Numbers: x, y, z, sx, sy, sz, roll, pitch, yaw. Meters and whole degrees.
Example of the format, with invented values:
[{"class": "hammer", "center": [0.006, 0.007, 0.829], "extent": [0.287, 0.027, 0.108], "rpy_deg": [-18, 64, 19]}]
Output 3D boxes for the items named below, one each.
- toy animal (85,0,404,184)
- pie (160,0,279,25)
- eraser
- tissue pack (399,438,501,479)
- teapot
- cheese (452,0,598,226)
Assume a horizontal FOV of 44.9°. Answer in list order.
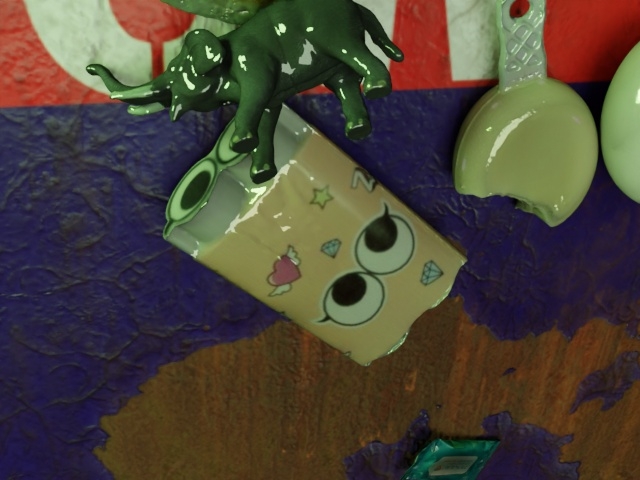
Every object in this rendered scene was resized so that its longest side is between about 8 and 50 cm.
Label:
[{"class": "toy animal", "center": [-0.063, -0.125, 0.647], "extent": [0.269, 0.137, 0.082], "rpy_deg": [-14, 160, 6]}, {"class": "pie", "center": [-0.059, -0.280, 0.623], "extent": [0.240, 0.054, 0.241], "rpy_deg": [-10, 122, -15]}, {"class": "eraser", "center": [0.000, 0.000, 0.793], "extent": [0.290, 0.087, 0.171], "rpy_deg": [37, 98, -32]}, {"class": "tissue pack", "center": [0.181, 0.304, 1.079], "extent": [0.138, 0.028, 0.085], "rpy_deg": [13, 119, -30]}, {"class": "teapot", "center": [0.394, -0.144, 0.791], "extent": [0.208, 0.166, 0.300], "rpy_deg": [1, 125, -15]}, {"class": "cheese", "center": [0.226, -0.132, 0.799], "extent": [0.163, 0.071, 0.249], "rpy_deg": [1, 119, -19]}]
